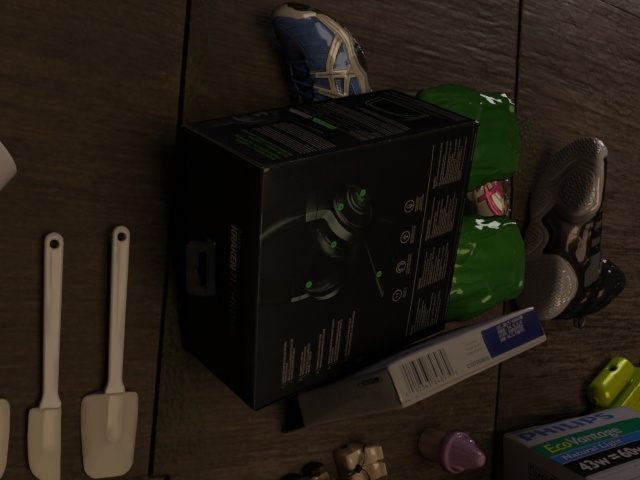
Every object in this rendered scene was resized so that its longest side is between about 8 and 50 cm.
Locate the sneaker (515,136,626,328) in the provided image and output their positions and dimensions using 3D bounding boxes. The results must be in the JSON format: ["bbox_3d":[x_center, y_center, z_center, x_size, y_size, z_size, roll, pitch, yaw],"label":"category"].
[{"bbox_3d":[0.374,-0.005,1.140,0.153,0.101,0.268,20,86,-38],"label":"sneaker"}]

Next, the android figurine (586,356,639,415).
[{"bbox_3d":[0.489,0.318,1.268,0.273,0.056,0.248,-36,113,-32],"label":"android figurine"}]

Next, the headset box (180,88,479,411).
[{"bbox_3d":[0.000,0.000,0.780,0.283,0.131,0.246,-18,124,-36],"label":"headset box"}]

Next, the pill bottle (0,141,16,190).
[{"bbox_3d":[-0.332,-0.011,0.572,0.119,0.119,0.208,50,63,-28],"label":"pill bottle"}]

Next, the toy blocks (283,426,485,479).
[{"bbox_3d":[0.160,0.385,0.886,0.289,0.260,0.309,-19,104,-35],"label":"toy blocks"}]

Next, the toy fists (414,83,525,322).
[{"bbox_3d":[0.155,-0.043,0.932,0.142,0.096,0.279,-9,100,-33],"label":"toy fists"}]

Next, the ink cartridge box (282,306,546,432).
[{"bbox_3d":[0.092,0.142,0.862,0.223,0.224,0.045,-15,80,-38],"label":"ink cartridge box"}]

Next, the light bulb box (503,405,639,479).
[{"bbox_3d":[0.428,0.444,0.998,0.225,0.361,0.357,-6,100,-23],"label":"light bulb box"}]

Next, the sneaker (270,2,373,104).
[{"bbox_3d":[0.009,-0.159,0.856,0.081,0.080,0.211,-50,119,-27],"label":"sneaker"}]

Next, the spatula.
[{"bbox_3d":[-0.241,0.103,0.716,0.168,0.019,0.242,2,90,-33],"label":"spatula"}]

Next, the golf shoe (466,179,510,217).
[{"bbox_3d":[0.197,-0.082,1.025,0.086,0.067,0.186,-6,97,-11],"label":"golf shoe"}]
